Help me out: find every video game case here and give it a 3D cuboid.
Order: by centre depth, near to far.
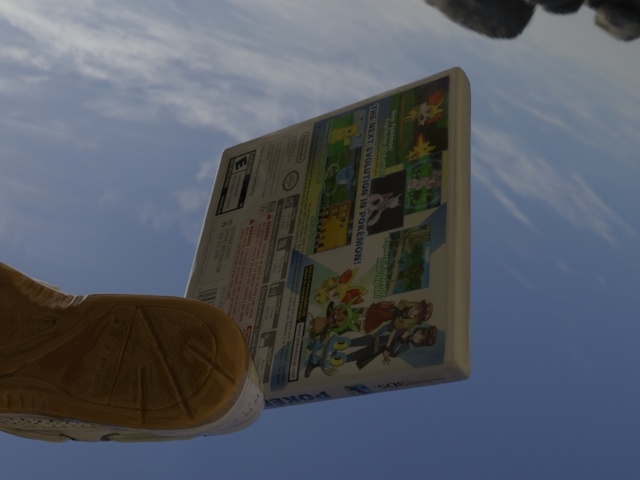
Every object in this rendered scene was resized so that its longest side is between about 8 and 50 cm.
[{"bbox_3d":[0.000,0.000,0.728,0.036,0.300,0.329,47,-141,-41],"label":"video game case"}]

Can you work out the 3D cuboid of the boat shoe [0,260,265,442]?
[{"bbox_3d":[-0.166,0.078,0.460,0.277,0.096,0.098,9,-118,18],"label":"boat shoe"}]
